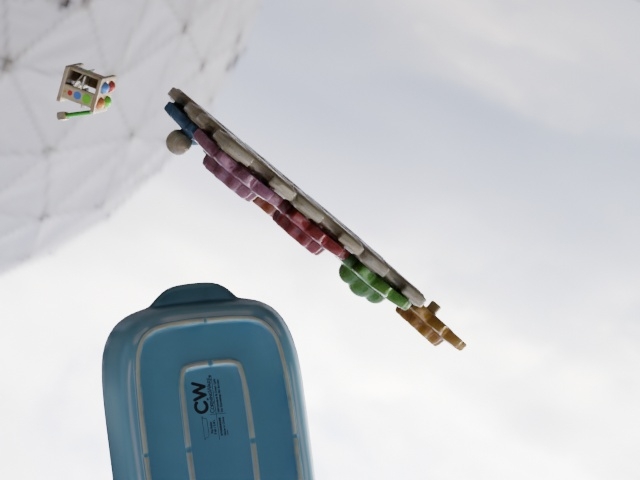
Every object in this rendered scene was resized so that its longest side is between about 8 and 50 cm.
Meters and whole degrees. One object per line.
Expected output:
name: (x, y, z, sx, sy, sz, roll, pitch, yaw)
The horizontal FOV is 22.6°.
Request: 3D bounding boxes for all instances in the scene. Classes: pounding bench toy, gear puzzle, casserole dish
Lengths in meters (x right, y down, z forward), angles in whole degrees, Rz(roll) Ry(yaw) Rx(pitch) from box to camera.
pounding bench toy: (-0.327, -0.197, 2.237, 0.065, 0.083, 0.052, 21, -164, 11)
gear puzzle: (0.000, 0.000, 1.354, 0.339, 0.044, 0.175, 39, -178, -30)
casserole dish: (-0.058, 0.113, 0.882, 0.114, 0.188, 0.037, -5, 170, -15)
